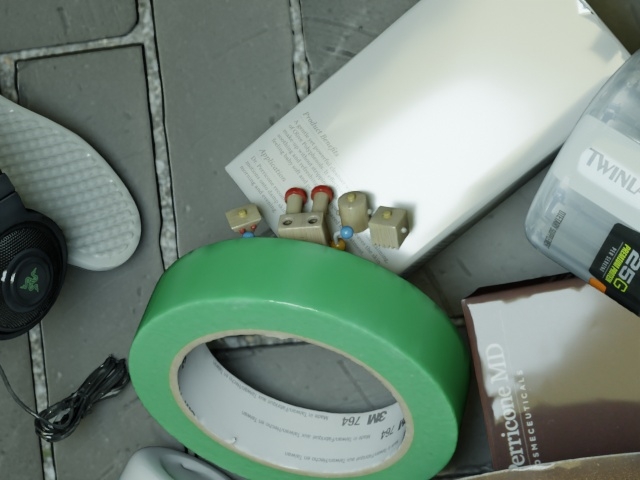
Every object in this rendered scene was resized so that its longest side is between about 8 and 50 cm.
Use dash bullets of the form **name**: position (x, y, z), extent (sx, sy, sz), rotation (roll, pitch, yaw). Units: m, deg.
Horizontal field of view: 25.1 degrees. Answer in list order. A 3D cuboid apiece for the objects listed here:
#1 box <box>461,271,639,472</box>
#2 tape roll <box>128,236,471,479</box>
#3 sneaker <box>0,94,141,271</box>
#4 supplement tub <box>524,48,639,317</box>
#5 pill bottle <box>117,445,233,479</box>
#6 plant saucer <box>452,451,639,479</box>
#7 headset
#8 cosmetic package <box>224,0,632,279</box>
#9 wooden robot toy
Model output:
- **box**: position (0.341, 0.107, 1.368), extent (0.381, 0.143, 0.191), rotation (-12, 89, 14)
- **tape roll**: position (-0.020, 0.130, 1.372), extent (0.321, 0.321, 0.077), rotation (8, 51, 12)
- **sneaker**: position (-0.338, -0.076, 1.525), extent (0.321, 0.127, 0.126), rotation (39, 61, -11)
- **supplement tub**: position (0.358, 0.003, 1.188), extent (0.338, 0.207, 0.207), rotation (34, 99, 14)
- **pill bottle**: position (-0.187, 0.357, 1.488), extent (0.146, 0.146, 0.264), rotation (30, 97, 10)
- **plant saucer**: position (0.226, 0.240, 1.308), extent (0.310, 0.310, 0.050), rotation (-12, 72, 13)
- **headset**: position (-0.336, 0.023, 1.451), extent (0.243, 0.185, 0.394), rotation (-7, 113, 47)
- **cosmetic package**: position (0.115, -0.111, 1.399), extent (0.365, 0.155, 0.197), rotation (-38, 84, 11)
- **wooden robot toy**: position (0.000, 0.000, 1.334), extent (0.173, 0.076, 0.079), rotation (-3, 128, 14)
